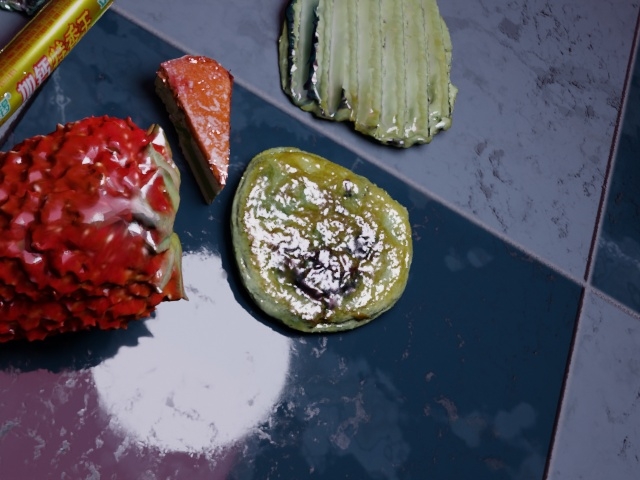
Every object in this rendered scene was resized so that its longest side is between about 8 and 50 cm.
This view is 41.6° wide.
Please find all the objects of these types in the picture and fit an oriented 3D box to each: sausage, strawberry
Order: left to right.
[{"bbox_3d":[-0.409,-0.290,1.246,0.082,0.082,0.371,35,58,-9],"label":"sausage"},{"bbox_3d":[-0.343,-0.022,1.071,0.344,0.292,0.292,-2,69,-11],"label":"strawberry"}]

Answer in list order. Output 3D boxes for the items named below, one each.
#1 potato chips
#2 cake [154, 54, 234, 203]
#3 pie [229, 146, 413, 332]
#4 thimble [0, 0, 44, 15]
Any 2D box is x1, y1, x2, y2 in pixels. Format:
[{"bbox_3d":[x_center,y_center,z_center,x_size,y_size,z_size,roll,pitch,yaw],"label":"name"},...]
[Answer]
[{"bbox_3d":[0.099,-0.362,1.528,0.359,0.070,0.429,12,65,-24],"label":"potato chips"},{"bbox_3d":[-0.165,-0.178,1.306,0.117,0.086,0.220,-24,80,-29],"label":"cake"},{"bbox_3d":[0.000,0.000,1.323,0.323,0.070,0.323,9,67,-22],"label":"pie"},{"bbox_3d":[-0.455,-0.404,1.232,0.119,0.135,0.090,8,68,-15],"label":"thimble"}]
